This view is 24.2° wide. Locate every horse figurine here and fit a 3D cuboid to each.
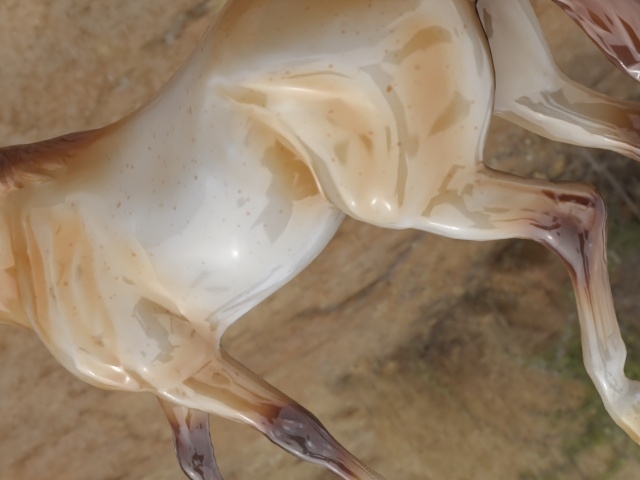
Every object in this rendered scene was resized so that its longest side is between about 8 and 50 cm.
[{"bbox_3d":[0.000,0.000,0.364,0.263,0.174,0.066,-34,-161,28],"label":"horse figurine"}]
